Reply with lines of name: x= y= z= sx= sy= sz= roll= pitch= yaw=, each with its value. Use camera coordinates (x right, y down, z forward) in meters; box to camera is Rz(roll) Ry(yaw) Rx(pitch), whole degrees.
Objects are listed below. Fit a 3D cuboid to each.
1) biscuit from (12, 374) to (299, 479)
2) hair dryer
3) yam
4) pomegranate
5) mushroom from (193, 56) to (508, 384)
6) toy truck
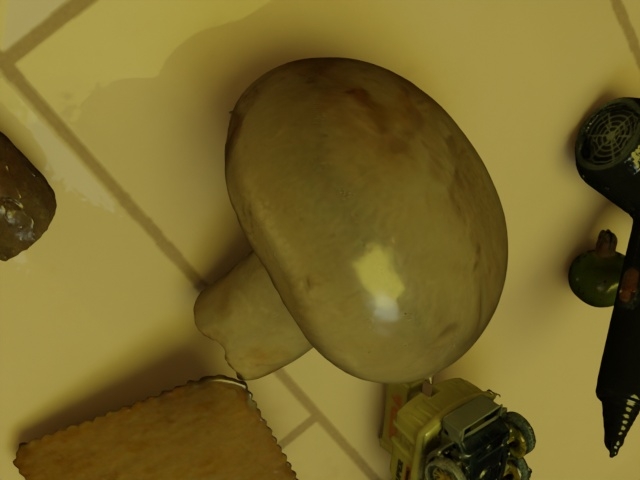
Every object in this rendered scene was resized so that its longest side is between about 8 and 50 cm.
biscuit: x=-0.144 y=0.241 z=0.945 sx=0.236 sy=0.013 sz=0.232 roll=-20 pitch=122 yaw=8
hair dryer: x=0.321 y=0.042 z=0.987 sx=0.189 sy=0.107 sz=0.352 roll=29 pitch=68 yaw=-30
yam: x=-0.275 y=-0.053 z=0.765 sx=0.084 sy=0.084 sz=0.127 roll=-41 pitch=128 yaw=-1
pomegranate: x=0.309 y=0.034 z=1.083 sx=0.073 sy=0.073 sz=0.085 roll=-29 pitch=101 yaw=-9
mushroom: x=0.000 y=0.000 z=0.836 sx=0.290 sy=0.293 sz=0.292 roll=-31 pitch=129 yaw=28
toy truck: x=0.129 y=0.268 z=1.066 sx=0.124 sy=0.157 sz=0.272 roll=-24 pitch=131 yaw=-31
